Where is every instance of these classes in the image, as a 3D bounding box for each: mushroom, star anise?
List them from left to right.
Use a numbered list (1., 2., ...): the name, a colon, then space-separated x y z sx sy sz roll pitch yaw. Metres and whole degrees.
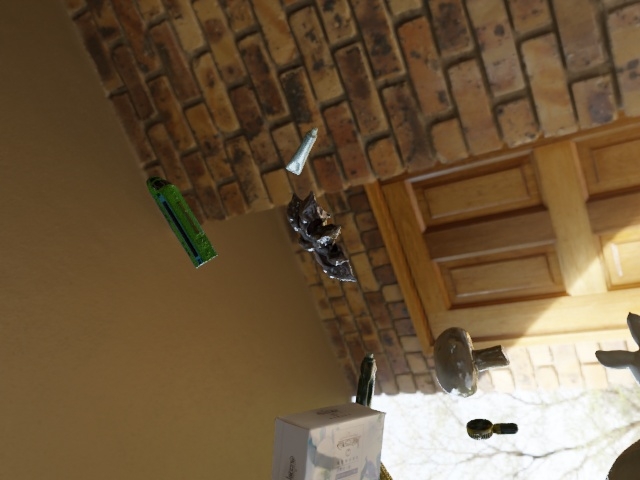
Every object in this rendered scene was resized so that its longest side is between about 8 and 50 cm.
1. star anise: 0.001 0.000 1.269 0.230 0.081 0.262 51 172 6
2. mushroom: 0.436 0.349 1.730 0.207 0.215 0.208 -14 -90 -72

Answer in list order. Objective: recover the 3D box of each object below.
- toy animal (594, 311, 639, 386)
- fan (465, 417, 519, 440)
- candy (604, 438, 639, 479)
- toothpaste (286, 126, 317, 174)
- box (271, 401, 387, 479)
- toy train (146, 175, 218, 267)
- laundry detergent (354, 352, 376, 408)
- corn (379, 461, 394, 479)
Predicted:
1. toy animal: 0.929 0.340 1.580 0.196 0.367 0.241 -41 -66 -6
2. fan: 0.519 0.572 1.798 0.082 0.154 0.039 -37 -62 -70
3. candy: 0.670 0.454 1.103 0.185 0.295 0.295 63 -146 -16
4. toothpaste: -0.051 -0.266 1.770 0.048 0.197 0.029 23 -130 -10
5. box: 0.022 0.509 1.408 0.274 0.116 0.203 6 -91 -46
6. toy train: -0.283 -0.047 1.213 0.044 0.042 0.209 -33 -87 -48
7. laundry detergent: 0.157 0.492 2.042 0.137 0.062 0.211 -19 -63 -79
8. corn: 0.233 0.892 2.125 0.093 0.093 0.244 44 -171 -43
